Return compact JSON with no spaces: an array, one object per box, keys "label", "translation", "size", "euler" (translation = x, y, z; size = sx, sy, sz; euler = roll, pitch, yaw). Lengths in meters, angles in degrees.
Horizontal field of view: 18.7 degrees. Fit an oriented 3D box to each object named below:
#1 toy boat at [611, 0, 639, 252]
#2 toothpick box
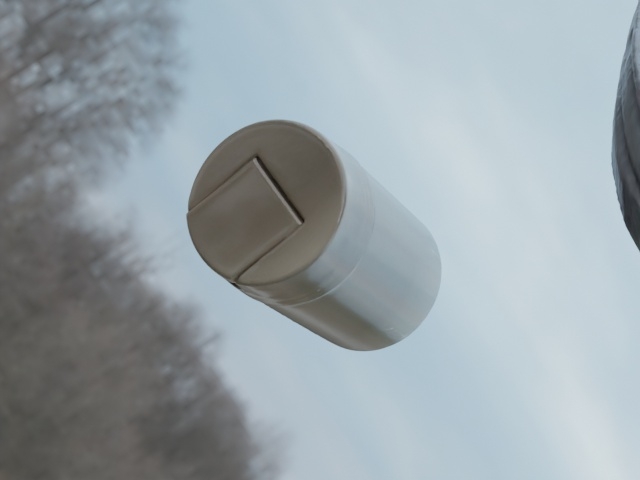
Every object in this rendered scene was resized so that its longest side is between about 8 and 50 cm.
[{"label":"toy boat","translation":[0.212,-0.048,0.985],"size":[0.283,0.127,0.078],"euler":[-79,-173,-56]},{"label":"toothpick box","translation":[0.000,0.000,1.262],"size":[0.111,0.111,0.180],"euler":[52,7,28]}]
